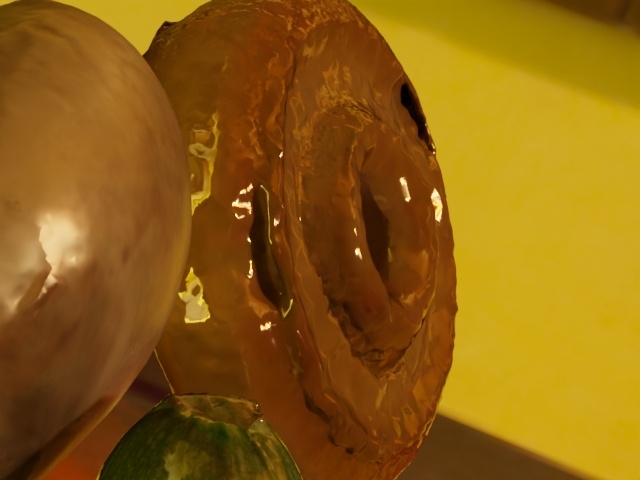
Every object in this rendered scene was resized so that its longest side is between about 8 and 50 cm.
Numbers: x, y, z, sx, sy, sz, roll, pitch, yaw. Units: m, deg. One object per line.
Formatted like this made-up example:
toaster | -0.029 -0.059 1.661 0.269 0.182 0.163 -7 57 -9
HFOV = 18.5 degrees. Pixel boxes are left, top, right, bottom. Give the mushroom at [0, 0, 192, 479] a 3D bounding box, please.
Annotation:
mushroom | -0.149 0.009 0.614 0.178 0.226 0.226 47 174 -17

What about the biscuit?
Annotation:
biscuit | 0.000 0.000 1.090 0.102 0.296 0.296 -6 169 25

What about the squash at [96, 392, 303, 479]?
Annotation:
squash | -0.032 0.153 0.562 0.077 0.219 0.068 -9 173 23
